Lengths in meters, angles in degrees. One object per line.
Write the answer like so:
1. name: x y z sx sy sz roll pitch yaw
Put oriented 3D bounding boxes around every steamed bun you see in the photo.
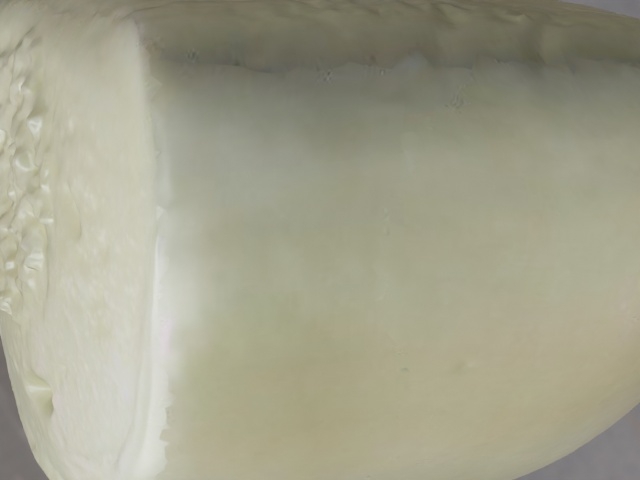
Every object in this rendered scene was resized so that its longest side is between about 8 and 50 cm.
1. steamed bun: 0.000 0.000 0.587 0.250 0.200 0.154 -150 60 -68
